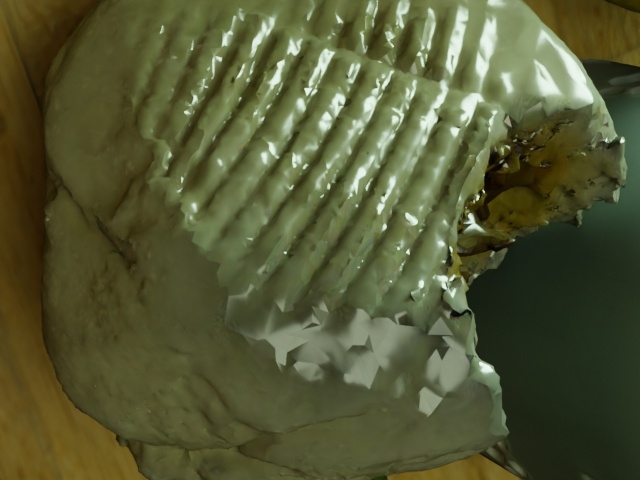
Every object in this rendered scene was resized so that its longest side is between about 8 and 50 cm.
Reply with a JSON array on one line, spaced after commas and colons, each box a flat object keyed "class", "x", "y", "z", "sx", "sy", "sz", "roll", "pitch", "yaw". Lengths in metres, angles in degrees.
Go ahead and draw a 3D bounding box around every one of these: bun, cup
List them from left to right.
[{"class": "bun", "x": -0.015, "y": -0.005, "z": 0.740, "sx": 0.281, "sy": 0.281, "sz": 0.205, "roll": -14, "pitch": 153, "yaw": -24}, {"class": "cup", "x": 0.258, "y": 0.063, "z": 0.867, "sx": 0.357, "sy": 0.274, "sz": 0.259, "roll": 22, "pitch": 93, "yaw": -30}]

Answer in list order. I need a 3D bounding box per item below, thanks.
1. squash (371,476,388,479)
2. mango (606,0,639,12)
[{"class": "squash", "x": 0.008, "y": 0.201, "z": 0.899, "sx": 0.052, "sy": 0.052, "sz": 0.183, "roll": 4, "pitch": 100, "yaw": -29}, {"class": "mango", "x": 0.228, "y": -0.229, "z": 0.828, "sx": 0.365, "sy": 0.182, "sz": 0.253, "roll": 27, "pitch": 88, "yaw": -30}]
